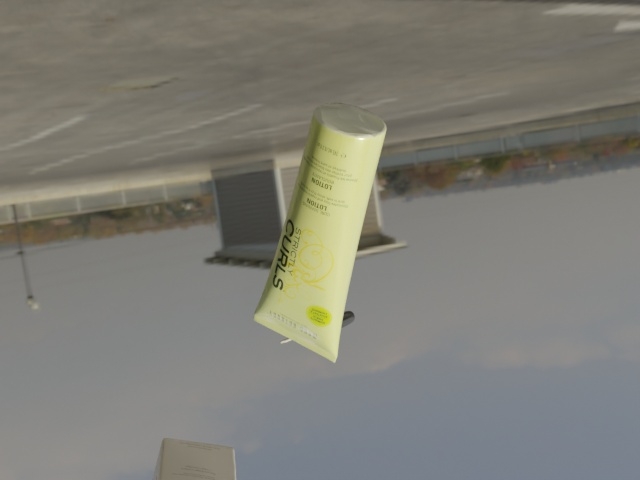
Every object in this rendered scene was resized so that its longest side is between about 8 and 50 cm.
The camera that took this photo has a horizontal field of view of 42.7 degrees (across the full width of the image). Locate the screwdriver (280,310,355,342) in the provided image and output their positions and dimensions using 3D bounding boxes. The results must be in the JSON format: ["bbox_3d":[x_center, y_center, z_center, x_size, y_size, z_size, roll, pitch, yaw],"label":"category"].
[{"bbox_3d":[-0.001,0.131,1.200,0.025,0.024,0.170,29,-155,25],"label":"screwdriver"}]

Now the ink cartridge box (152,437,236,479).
[{"bbox_3d":[-0.189,0.455,1.119,0.119,0.207,0.353,13,-164,-12],"label":"ink cartridge box"}]

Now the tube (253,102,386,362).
[{"bbox_3d":[0.000,0.000,0.717,0.062,0.240,0.070,-2,-143,-24],"label":"tube"}]
